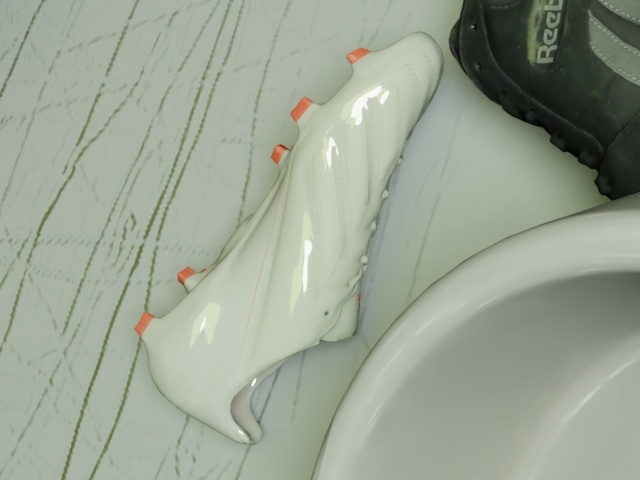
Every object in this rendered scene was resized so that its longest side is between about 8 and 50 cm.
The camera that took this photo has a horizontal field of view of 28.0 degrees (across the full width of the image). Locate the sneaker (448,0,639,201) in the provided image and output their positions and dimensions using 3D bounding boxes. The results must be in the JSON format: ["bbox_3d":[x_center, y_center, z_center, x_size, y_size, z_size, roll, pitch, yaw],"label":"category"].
[{"bbox_3d":[0.123,-0.065,0.523,0.124,0.107,0.283,-20,72,28],"label":"sneaker"}]

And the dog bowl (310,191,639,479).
[{"bbox_3d":[0.121,0.144,0.384,0.348,0.102,0.349,0,90,51],"label":"dog bowl"}]

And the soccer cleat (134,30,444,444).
[{"bbox_3d":[0.000,0.000,0.557,0.076,0.068,0.196,40,101,13],"label":"soccer cleat"}]
